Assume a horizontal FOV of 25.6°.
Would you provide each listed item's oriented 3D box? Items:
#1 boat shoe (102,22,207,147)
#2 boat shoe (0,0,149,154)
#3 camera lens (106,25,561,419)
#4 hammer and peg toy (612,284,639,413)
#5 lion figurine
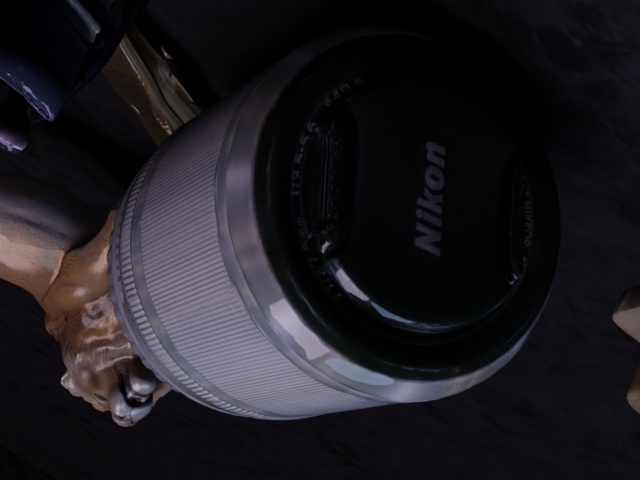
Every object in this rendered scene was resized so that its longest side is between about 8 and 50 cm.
[{"bbox_3d":[-0.113,-0.112,1.025,0.056,0.048,0.153,22,153,47],"label":"boat shoe"},{"bbox_3d":[-0.261,-0.194,0.822,0.340,0.158,0.127,33,139,-19],"label":"boat shoe"},{"bbox_3d":[0.000,0.000,0.892,0.219,0.219,0.274,35,156,-17],"label":"camera lens"},{"bbox_3d":[0.355,0.072,0.771,0.266,0.127,0.361,36,156,-14],"label":"hammer and peg toy"},{"bbox_3d":[-0.257,-0.010,1.171,0.392,0.142,0.240,34,132,-10],"label":"lion figurine"}]
